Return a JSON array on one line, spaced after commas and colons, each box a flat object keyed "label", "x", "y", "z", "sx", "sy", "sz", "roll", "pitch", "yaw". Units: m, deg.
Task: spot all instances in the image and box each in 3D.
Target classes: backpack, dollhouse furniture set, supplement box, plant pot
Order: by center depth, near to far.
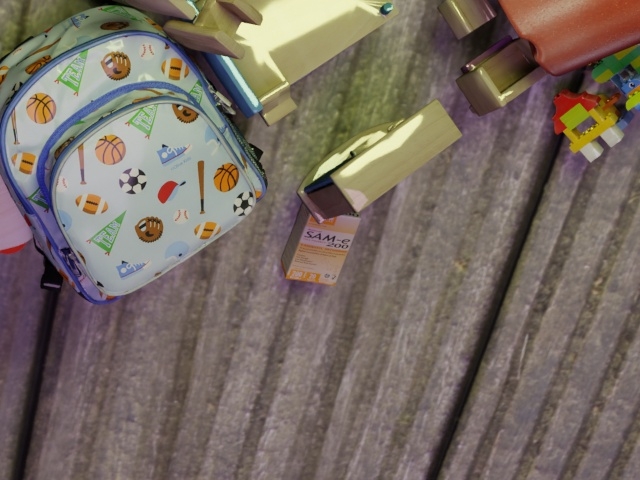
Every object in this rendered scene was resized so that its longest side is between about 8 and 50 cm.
[{"label": "dollhouse furniture set", "x": -0.143, "y": -0.326, "z": 1.783, "sx": 0.242, "sy": 0.161, "sz": 0.212, "roll": 38, "pitch": 75, "yaw": -44}, {"label": "plant pot", "x": 0.302, "y": -0.308, "z": 1.859, "sx": 0.265, "sy": 0.272, "sz": 0.272, "roll": -26, "pitch": 127, "yaw": 18}, {"label": "backpack", "x": -0.206, "y": -0.092, "z": 1.895, "sx": 0.276, "sy": 0.213, "sz": 0.263, "roll": -36, "pitch": 115, "yaw": -9}, {"label": "dollhouse furniture set", "x": 0.022, "y": -0.211, "z": 1.977, "sx": 0.286, "sy": 0.198, "sz": 0.303, "roll": -36, "pitch": 95, "yaw": -11}, {"label": "supplement box", "x": 0.000, "y": 0.000, "z": 2.140, "sx": 0.062, "sy": 0.036, "sz": 0.098, "roll": 9, "pitch": 123, "yaw": -19}]

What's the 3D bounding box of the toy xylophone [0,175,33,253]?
[{"label": "toy xylophone", "x": -0.439, "y": -0.063, "z": 1.973, "sx": 0.322, "sy": 0.081, "sz": 0.236, "roll": -5, "pitch": 126, "yaw": -8}]

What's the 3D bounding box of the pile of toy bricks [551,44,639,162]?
[{"label": "pile of toy bricks", "x": 0.341, "y": -0.194, "z": 2.047, "sx": 0.105, "sy": 0.118, "sz": 0.212, "roll": 48, "pitch": 125, "yaw": -6}]

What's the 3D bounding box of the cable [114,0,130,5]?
[{"label": "cable", "x": -0.272, "y": -0.306, "z": 1.836, "sx": 0.139, "sy": 0.072, "sz": 0.287, "roll": -36, "pitch": 123, "yaw": 10}]
